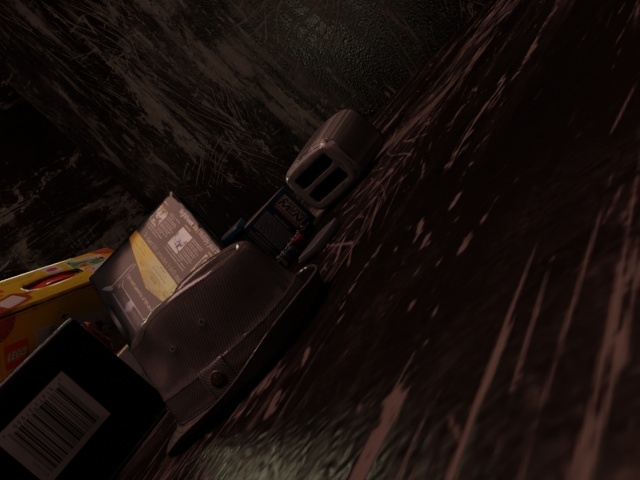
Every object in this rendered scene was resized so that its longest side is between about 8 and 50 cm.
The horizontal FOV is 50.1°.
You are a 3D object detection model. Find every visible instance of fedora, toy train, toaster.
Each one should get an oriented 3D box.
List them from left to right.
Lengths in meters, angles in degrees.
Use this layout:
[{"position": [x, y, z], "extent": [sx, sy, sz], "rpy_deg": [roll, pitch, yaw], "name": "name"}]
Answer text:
[{"position": [-0.126, 0.101, 0.790], "extent": [0.275, 0.124, 0.243], "rpy_deg": [-43, 7, 27], "name": "fedora"}, {"position": [-0.044, 0.006, 1.278], "extent": [0.036, 0.027, 0.158], "rpy_deg": [-30, 14, 31], "name": "toy train"}, {"position": [0.030, -0.165, 1.397], "extent": [0.227, 0.129, 0.146], "rpy_deg": [-37, 15, 44], "name": "toaster"}]

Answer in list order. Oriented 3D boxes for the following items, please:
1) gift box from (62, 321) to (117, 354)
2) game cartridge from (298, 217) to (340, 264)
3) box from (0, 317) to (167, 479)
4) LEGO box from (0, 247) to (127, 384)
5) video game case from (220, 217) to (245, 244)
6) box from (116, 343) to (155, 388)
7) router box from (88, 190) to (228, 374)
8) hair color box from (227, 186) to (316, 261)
[{"position": [-0.601, 0.354, 1.693], "extent": [0.258, 0.255, 0.276], "rpy_deg": [-49, 16, -26], "name": "gift box"}, {"position": [0.000, 0.000, 1.072], "extent": [0.056, 0.017, 0.083], "rpy_deg": [-45, 6, 48], "name": "game cartridge"}, {"position": [-0.472, 0.356, 1.085], "extent": [0.395, 0.212, 0.293], "rpy_deg": [-40, 10, 44], "name": "box"}, {"position": [-0.731, 0.274, 1.913], "extent": [0.500, 0.193, 0.372], "rpy_deg": [-24, -57, -54], "name": "LEGO box"}, {"position": [-0.222, 0.024, 1.423], "extent": [0.166, 0.015, 0.119], "rpy_deg": [-44, 9, 7], "name": "video game case"}, {"position": [-0.414, 0.298, 1.495], "extent": [0.203, 0.114, 0.103], "rpy_deg": [-48, 7, -21], "name": "box"}, {"position": [-0.276, 0.081, 1.277], "extent": [0.243, 0.081, 0.309], "rpy_deg": [-47, 48, 0], "name": "router box"}, {"position": [-0.175, 0.056, 1.464], "extent": [0.347, 0.105, 0.174], "rpy_deg": [-49, 7, -27], "name": "hair color box"}]
